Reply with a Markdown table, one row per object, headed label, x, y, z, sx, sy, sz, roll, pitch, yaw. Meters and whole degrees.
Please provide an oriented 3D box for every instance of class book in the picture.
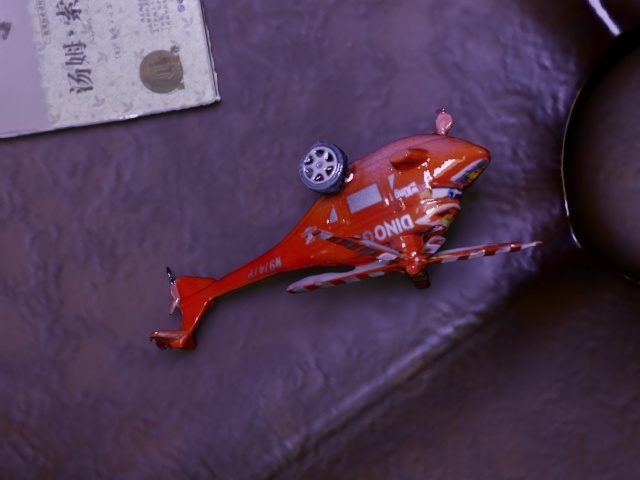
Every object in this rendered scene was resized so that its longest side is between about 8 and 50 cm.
| label | x | y | z | sx | sy | sz | roll | pitch | yaw |
| --- | --- | --- | --- | --- | --- | --- | --- | --- | --- |
| book | -0.151 | -0.119 | 0.941 | 0.182 | 0.014 | 0.127 | -8 | 100 | 1 |

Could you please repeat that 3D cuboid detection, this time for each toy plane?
| label | x | y | z | sx | sy | sz | roll | pitch | yaw |
| --- | --- | --- | --- | --- | --- | --- | --- | --- | --- |
| toy plane | 0.005 | 0.001 | 0.939 | 0.194 | 0.126 | 0.077 | -33 | 63 | 38 |
